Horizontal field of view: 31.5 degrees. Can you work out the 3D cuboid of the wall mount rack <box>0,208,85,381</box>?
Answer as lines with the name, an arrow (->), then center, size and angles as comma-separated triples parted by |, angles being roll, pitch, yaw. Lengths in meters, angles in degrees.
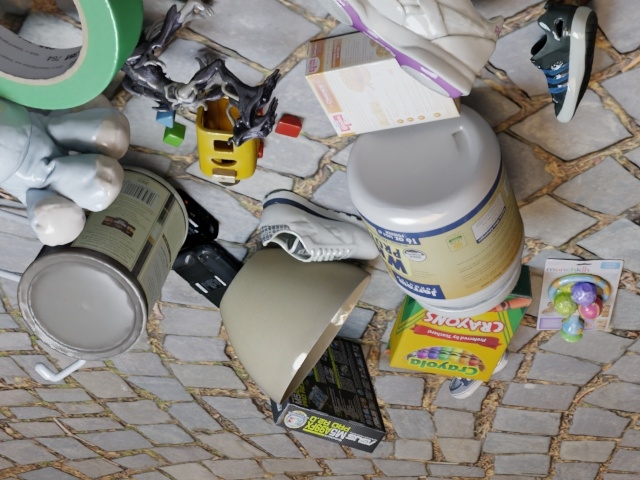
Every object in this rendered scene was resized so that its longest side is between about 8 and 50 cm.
wall mount rack -> -0.486, 0.064, 1.930 | 0.130, 0.350, 0.304 | -32, 104, 19

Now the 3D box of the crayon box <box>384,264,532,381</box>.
crayon box -> 0.250, 0.162, 2.130 | 0.202, 0.081, 0.319 | 9, 139, -6

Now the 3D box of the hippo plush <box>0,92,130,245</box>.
hippo plush -> -0.434, -0.161, 1.637 | 0.294, 0.234, 0.236 | 32, 174, 40

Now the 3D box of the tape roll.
tape roll -> -0.385, -0.315, 1.439 | 0.321, 0.077, 0.321 | 14, 137, 13

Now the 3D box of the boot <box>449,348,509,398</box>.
boot -> 0.300, 0.257, 2.337 | 0.086, 0.069, 0.190 | 25, 135, -16

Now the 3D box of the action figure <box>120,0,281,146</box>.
action figure -> -0.183, -0.239, 1.569 | 0.275, 0.141, 0.164 | 27, 159, 15

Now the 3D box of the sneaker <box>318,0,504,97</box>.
sneaker -> 0.099, -0.320, 1.444 | 0.305, 0.152, 0.114 | 36, 180, -15

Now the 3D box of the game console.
game console -> -0.246, 0.032, 2.076 | 0.213, 0.044, 0.361 | -14, 141, 28

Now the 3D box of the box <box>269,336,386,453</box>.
box -> 0.000, 0.277, 2.218 | 0.216, 0.270, 0.060 | 19, 118, -23

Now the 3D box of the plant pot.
plant pot -> -0.066, 0.122, 2.026 | 0.191, 0.284, 0.284 | 35, 147, 8

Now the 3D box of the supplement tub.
supplement tub -> 0.186, -0.039, 1.733 | 0.228, 0.228, 0.316 | -7, 145, 18

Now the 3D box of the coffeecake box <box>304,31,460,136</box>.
coffeecake box -> 0.090, -0.227, 1.602 | 0.185, 0.068, 0.142 | -8, 145, 19

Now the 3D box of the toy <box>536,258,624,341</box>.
toy -> 0.477, 0.120, 2.099 | 0.136, 0.056, 0.237 | 0, 147, 6

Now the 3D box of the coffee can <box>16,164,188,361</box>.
coffee can -> -0.340, 0.031, 1.819 | 0.201, 0.275, 0.202 | 4, 122, 7

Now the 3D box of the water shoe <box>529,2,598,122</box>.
water shoe -> 0.328, -0.248, 1.555 | 0.080, 0.073, 0.203 | 20, 147, 18

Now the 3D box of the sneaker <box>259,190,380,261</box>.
sneaker -> 0.000, 0.000, 1.945 | 0.235, 0.095, 0.090 | 18, 144, -22

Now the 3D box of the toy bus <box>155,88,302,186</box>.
toy bus -> -0.141, -0.139, 1.738 | 0.191, 0.104, 0.202 | -24, 137, 38
